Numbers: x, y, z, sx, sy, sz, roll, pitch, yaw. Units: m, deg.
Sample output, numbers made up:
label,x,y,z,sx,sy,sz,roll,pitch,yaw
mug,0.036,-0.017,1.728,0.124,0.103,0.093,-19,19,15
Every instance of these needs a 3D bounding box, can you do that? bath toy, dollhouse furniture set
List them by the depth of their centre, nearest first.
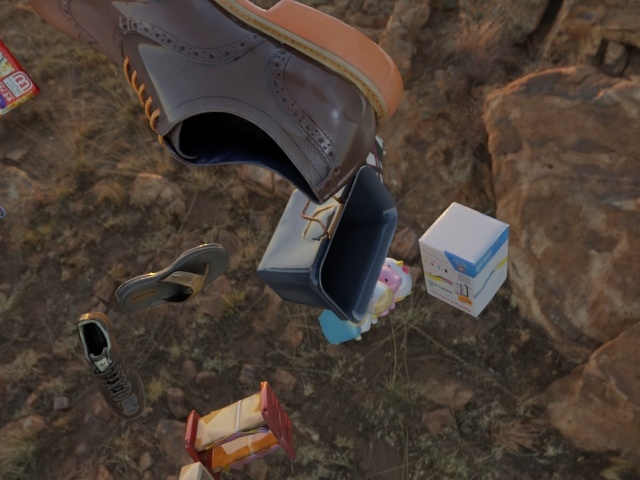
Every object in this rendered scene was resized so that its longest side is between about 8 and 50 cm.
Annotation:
label,x,y,z,sx,sy,sz,roll,pitch,yaw
dollhouse furniture set,-0.167,0.489,1.051,0.201,0.152,0.374,-22,26,5
bath toy,0.124,0.116,1.213,0.151,0.129,0.348,-21,2,31

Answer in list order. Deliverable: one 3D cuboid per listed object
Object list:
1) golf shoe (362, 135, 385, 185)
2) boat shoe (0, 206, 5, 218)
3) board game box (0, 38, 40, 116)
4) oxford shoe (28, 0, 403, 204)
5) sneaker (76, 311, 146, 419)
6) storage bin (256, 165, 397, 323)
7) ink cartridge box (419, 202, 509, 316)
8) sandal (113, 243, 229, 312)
label,x,y,z,sx,sy,sz,roll,pitch,yaw
golf shoe,0.069,-0.093,0.802,0.105,0.273,0.120,18,57,35
boat shoe,-0.623,-0.016,0.909,0.108,0.089,0.259,-24,57,19
board game box,-0.342,-0.211,0.453,0.045,0.194,0.146,-41,40,-17
oxford shoe,-0.121,-0.148,0.433,0.363,0.130,0.133,25,75,15
sneaker,-0.343,0.205,0.830,0.066,0.071,0.189,-28,85,-6
storage bin,0.000,0.000,0.491,0.091,0.098,0.135,-1,55,37
ink cartridge box,0.394,0.055,1.419,0.171,0.233,0.168,28,62,37
sandal,-0.262,0.079,0.947,0.219,0.090,0.060,-22,44,-23
